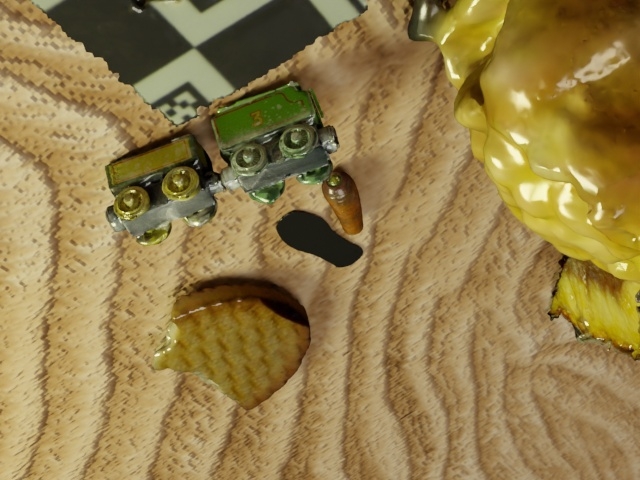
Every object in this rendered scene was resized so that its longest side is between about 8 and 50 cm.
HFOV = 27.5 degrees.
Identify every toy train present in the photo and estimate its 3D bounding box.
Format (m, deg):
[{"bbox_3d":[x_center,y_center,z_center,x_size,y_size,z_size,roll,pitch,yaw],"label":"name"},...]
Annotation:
[{"bbox_3d":[-0.084,-0.063,1.082,0.202,0.081,0.060,-20,145,3],"label":"toy train"}]

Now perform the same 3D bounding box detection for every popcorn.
[{"bbox_3d":[0.229,-0.142,0.965,0.349,0.381,0.349,-42,142,-44],"label":"popcorn"}]

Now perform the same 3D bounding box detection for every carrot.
[{"bbox_3d":[0.023,-0.034,1.232,0.032,0.032,0.093,-26,149,-1],"label":"carrot"}]

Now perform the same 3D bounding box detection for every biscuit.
[{"bbox_3d":[-0.093,0.113,1.350,0.176,0.031,0.228,-13,145,-18],"label":"biscuit"}]

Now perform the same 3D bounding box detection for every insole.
[{"bbox_3d":[0.000,0.000,1.285,0.045,0.002,0.135,-38,144,18],"label":"insole"}]

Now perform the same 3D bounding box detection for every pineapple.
[{"bbox_3d":[0.374,0.026,1.430,0.161,0.158,0.334,-16,144,-16],"label":"pineapple"}]

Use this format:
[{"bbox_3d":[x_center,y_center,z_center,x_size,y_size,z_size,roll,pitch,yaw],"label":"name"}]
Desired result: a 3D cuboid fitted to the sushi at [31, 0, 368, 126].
[{"bbox_3d":[-0.041,-0.272,0.826,0.373,0.100,0.296,-30,135,21],"label":"sushi"}]
